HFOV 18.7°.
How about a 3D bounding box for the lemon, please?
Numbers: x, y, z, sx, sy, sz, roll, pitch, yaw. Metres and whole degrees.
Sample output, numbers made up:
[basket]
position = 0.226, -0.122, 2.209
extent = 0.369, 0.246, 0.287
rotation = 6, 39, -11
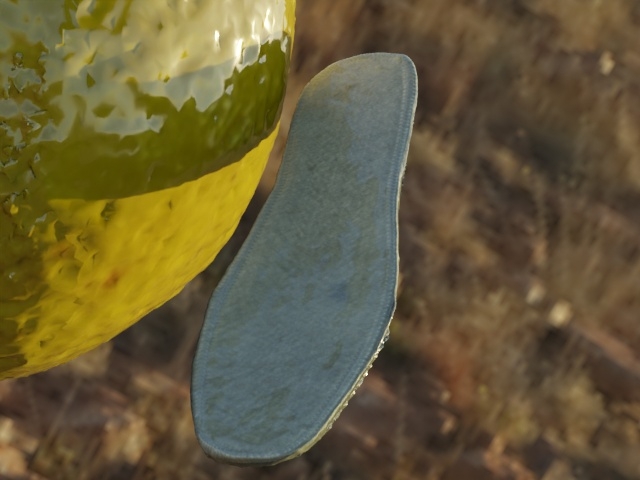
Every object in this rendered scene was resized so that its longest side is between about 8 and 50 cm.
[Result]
[lemon]
position = -0.143, -0.082, 0.727
extent = 0.293, 0.293, 0.293
rotation = 25, 20, -10

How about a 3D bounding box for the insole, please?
[insole]
position = 0.000, 0.000, 0.659
extent = 0.063, 0.010, 0.192
rotation = 0, 46, 16
